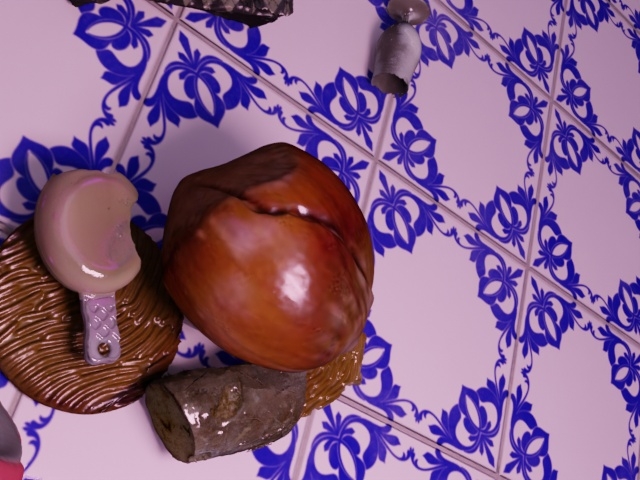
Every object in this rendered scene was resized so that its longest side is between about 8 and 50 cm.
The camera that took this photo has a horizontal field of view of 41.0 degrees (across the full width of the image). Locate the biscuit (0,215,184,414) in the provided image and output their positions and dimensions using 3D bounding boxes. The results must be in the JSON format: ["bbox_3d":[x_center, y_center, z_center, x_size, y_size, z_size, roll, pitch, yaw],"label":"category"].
[{"bbox_3d":[-0.346,0.100,1.285,0.318,0.040,0.317,14,68,-36],"label":"biscuit"}]

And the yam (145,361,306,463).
[{"bbox_3d":[-0.139,0.260,1.340,0.254,0.154,0.154,-10,83,-42],"label":"yam"}]

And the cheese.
[{"bbox_3d":[-0.327,0.037,1.244,0.163,0.082,0.286,-4,82,-40],"label":"cheese"}]

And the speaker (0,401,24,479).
[{"bbox_3d":[-0.481,0.230,0.971,0.294,0.294,0.294,13,69,-37],"label":"speaker"}]

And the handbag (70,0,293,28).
[{"bbox_3d":[-0.250,-0.533,1.480,0.416,0.180,0.316,0,89,-41],"label":"handbag"}]

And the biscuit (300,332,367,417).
[{"bbox_3d":[0.007,0.238,1.542,0.176,0.031,0.228,36,56,-25],"label":"biscuit"}]

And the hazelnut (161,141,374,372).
[{"bbox_3d":[-0.073,0.029,1.319,0.372,0.315,0.372,21,52,-29],"label":"hazelnut"}]

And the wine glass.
[{"bbox_3d":[0.166,-0.415,1.828,0.103,0.103,0.222,32,59,-29],"label":"wine glass"}]
